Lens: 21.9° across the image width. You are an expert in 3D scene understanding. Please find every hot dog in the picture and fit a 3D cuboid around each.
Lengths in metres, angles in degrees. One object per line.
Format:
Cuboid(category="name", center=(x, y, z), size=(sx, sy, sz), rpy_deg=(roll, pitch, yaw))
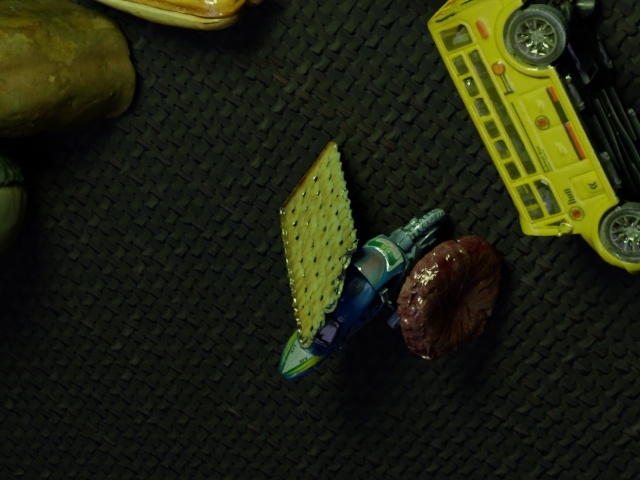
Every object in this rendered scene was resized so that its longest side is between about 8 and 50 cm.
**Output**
Cuboid(category="hot dog", center=(-0.168, -0.283, 1.807), size=(0.249, 0.102, 0.076), rpy_deg=(13, 162, 20))

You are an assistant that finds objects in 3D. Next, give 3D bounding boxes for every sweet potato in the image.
Cuboid(category="sweet potato", center=(-0.394, -0.187, 1.858), size=(0.158, 0.370, 0.157), rpy_deg=(28, 123, 56))

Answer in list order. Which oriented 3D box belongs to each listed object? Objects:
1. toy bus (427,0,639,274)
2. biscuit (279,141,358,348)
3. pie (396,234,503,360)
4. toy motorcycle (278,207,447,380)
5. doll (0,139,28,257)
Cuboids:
Cuboid(category="toy bus", center=(0.244, -0.117, 1.678), size=(0.152, 0.144, 0.330), rpy_deg=(-20, 106, 31))
Cuboid(category="biscuit", center=(-0.001, 0.000, 1.831), size=(0.016, 0.203, 0.144), rpy_deg=(15, 133, -26))
Cuboid(category="pie", center=(0.146, 0.064, 1.828), size=(0.038, 0.153, 0.153), rpy_deg=(38, 134, 44))
Cuboid(category="toy motorcycle", center=(0.045, 0.060, 1.856), size=(0.092, 0.135, 0.254), rpy_deg=(47, 120, 14))
Cuboid(category="doll", center=(-0.518, -0.092, 1.974), size=(0.349, 0.247, 0.247), rpy_deg=(50, 125, 6))
